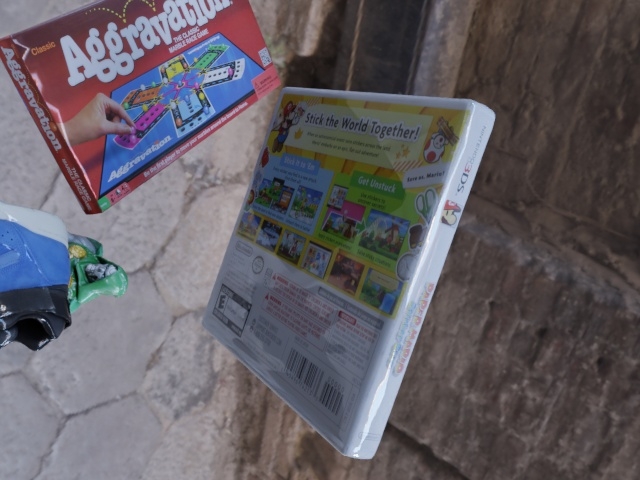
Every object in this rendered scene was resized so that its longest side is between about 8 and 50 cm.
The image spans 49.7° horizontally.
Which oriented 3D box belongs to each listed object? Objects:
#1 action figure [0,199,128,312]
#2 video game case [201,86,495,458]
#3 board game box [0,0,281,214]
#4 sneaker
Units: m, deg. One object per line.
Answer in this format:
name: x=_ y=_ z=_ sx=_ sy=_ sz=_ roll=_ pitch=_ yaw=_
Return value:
action figure: x=-0.267 y=0.014 z=0.557 sx=0.064 sy=0.232 sz=0.137 roll=96 pitch=4 yaw=-55
video game case: x=0.000 y=0.000 z=0.470 sx=0.026 sy=0.227 sz=0.207 roll=17 pitch=93 yaw=-32
board game box: x=-0.139 y=-0.155 z=0.618 sx=0.281 sy=0.027 sz=0.145 roll=-49 pitch=125 yaw=-46
sneaker: x=-0.192 y=0.020 z=0.345 sx=0.058 sy=0.085 sz=0.152 roll=-27 pitch=156 yaw=26
